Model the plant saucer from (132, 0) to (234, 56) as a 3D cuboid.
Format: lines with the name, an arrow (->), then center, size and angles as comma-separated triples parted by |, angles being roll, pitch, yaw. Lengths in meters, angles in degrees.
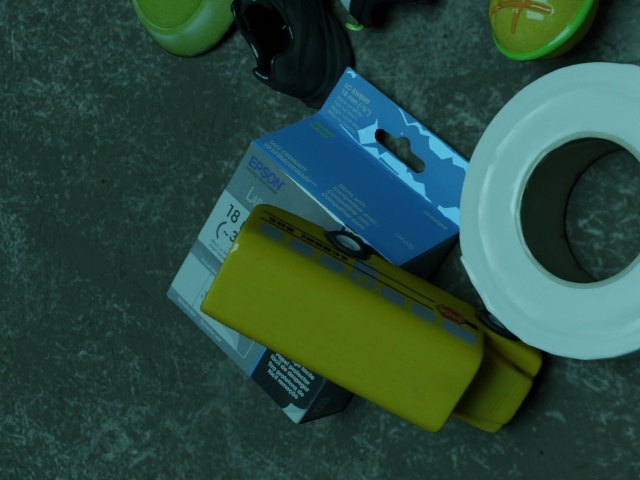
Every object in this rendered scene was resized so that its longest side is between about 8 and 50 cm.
plant saucer -> -0.185, -0.363, 1.621 | 0.241, 0.037, 0.241 | 2, 93, 46

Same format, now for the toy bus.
toy bus -> 0.056, 0.088, 1.239 | 0.332, 0.130, 0.108 | 28, 110, -3

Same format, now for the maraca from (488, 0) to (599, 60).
maraca -> 0.227, -0.259, 1.260 | 0.127, 0.099, 0.186 | -23, 45, 33

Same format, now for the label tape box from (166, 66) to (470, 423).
label tape box -> 0.000, 0.000, 1.397 | 0.240, 0.106, 0.334 | 41, 112, 26

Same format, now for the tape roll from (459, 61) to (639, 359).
tape roll -> 0.276, -0.025, 1.193 | 0.286, 0.100, 0.286 | -4, 84, 39

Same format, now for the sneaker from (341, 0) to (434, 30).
sneaker -> 0.115, -0.316, 1.384 | 0.234, 0.084, 0.097 | -30, 92, 34

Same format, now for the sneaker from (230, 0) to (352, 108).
sneaker -> -0.050, -0.300, 1.468 | 0.109, 0.130, 0.286 | -31, 66, 36
